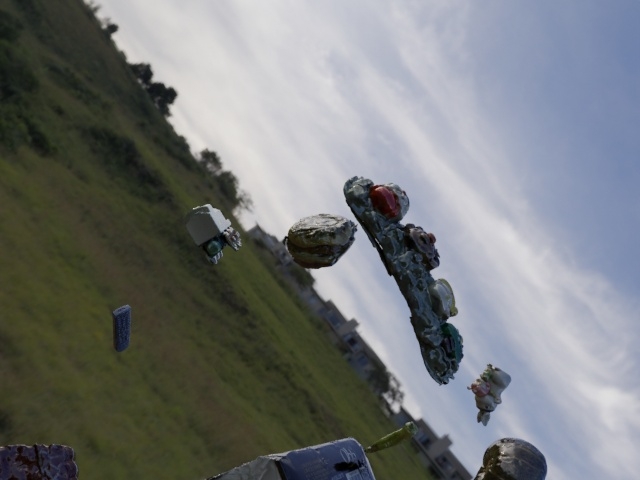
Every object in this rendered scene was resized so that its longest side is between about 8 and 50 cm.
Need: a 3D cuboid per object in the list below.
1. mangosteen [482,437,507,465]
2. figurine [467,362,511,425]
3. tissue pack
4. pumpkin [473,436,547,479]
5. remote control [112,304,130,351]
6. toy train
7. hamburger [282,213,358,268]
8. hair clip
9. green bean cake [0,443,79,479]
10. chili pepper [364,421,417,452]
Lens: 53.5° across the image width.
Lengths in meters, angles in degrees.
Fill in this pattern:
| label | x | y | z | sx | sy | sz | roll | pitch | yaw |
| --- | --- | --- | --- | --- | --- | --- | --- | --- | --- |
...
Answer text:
| label | x | y | z | sx | sy | sz | roll | pitch | yaw |
| --- | --- | --- | --- | --- | --- | --- | --- | --- | --- |
| mangosteen | 0.509 | 0.598 | 1.686 | 0.152 | 0.153 | 0.152 | 49 | -18 | 21 |
| figurine | 0.425 | 0.396 | 1.654 | 0.098 | 0.146 | 0.081 | 34 | -7 | 0 |
| tissue pack | -0.030 | 0.499 | 1.205 | 0.370 | 0.198 | 0.209 | 24 | 36 | -61 |
| pumpkin | 0.443 | 0.564 | 1.458 | 0.163 | 0.218 | 0.219 | 25 | -24 | 12 |
| remote control | -0.478 | 0.213 | 1.518 | 0.027 | 0.044 | 0.152 | 48 | -40 | 27 |
| toy train | -0.232 | -0.021 | 1.382 | 0.125 | 0.081 | 0.194 | 61 | 2 | -8 |
| hamburger | 0.000 | 0.000 | 1.765 | 0.183 | 0.206 | 0.129 | 5 | -70 | 19 |
| hair clip | 0.137 | 0.041 | 0.912 | 0.321 | 0.091 | 0.138 | 63 | 12 | 5 |
| green bean cake | -0.675 | 0.540 | 1.447 | 0.097 | 0.233 | 0.198 | 125 | -48 | -60 |
| chili pepper | 0.210 | 0.570 | 1.818 | 0.208 | 0.049 | 0.043 | -43 | -103 | 33 |
